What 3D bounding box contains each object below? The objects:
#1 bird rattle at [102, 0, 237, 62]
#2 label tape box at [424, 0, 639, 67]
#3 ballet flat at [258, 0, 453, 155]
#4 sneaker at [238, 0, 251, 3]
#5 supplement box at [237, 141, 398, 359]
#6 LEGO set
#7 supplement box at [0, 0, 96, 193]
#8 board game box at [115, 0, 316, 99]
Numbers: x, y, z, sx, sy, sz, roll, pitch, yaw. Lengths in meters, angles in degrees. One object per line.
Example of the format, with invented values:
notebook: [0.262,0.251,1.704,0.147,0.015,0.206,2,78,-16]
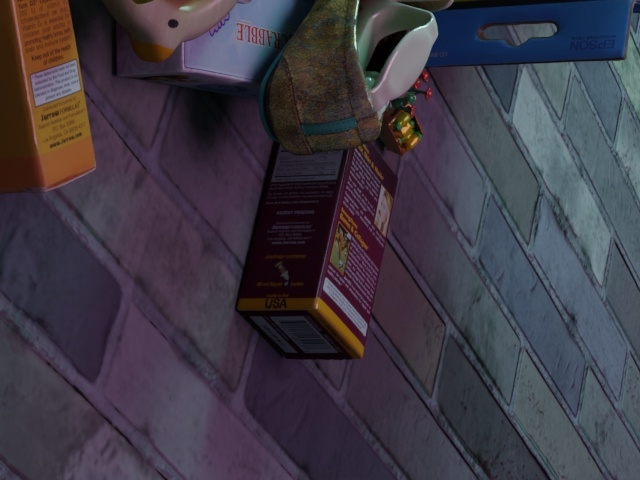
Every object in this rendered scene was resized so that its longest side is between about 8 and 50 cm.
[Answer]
bird rattle: [-0.114,-0.250,1.417,0.253,0.143,0.207,-57,142,-37]
label tape box: [0.239,-0.309,2.062,0.106,0.240,0.334,46,49,-56]
ballet flat: [0.053,-0.200,1.664,0.348,0.123,0.123,-66,144,-42]
sneaker: [-0.043,-0.270,1.513,0.065,0.076,0.166,-29,114,-61]
supplement box: [0.000,0.000,1.730,0.104,0.081,0.188,50,46,-51]
LEGO set: [0.074,-0.212,1.866,0.132,0.107,0.287,-36,121,-59]
supplement box: [-0.215,-0.151,1.305,0.080,0.078,0.233,-34,119,-60]
board game box: [-0.065,-0.281,1.631,0.318,0.066,0.318,4,85,-64]
